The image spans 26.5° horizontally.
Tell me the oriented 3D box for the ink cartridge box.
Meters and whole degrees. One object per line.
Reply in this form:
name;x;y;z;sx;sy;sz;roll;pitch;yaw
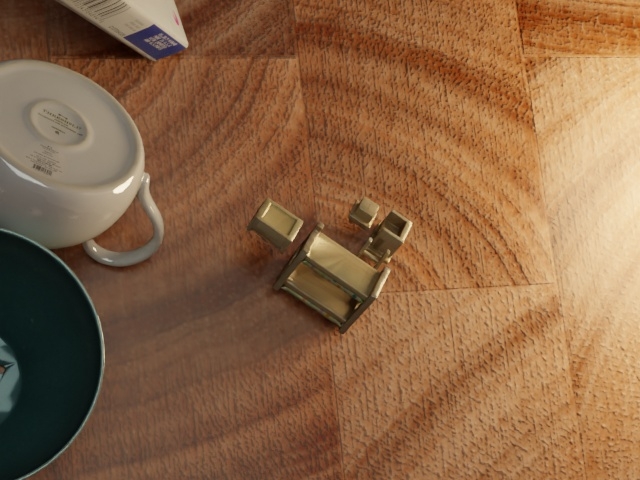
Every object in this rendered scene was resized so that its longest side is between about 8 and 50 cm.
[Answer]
ink cartridge box;-0.281;-0.408;1.646;0.071;0.324;0.330;-19;82;11

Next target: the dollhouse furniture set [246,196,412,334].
dollhouse furniture set;0.000;0.000;1.757;0.182;0.101;0.161;34;45;-5

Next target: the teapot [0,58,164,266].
teapot;-0.339;-0.076;1.618;0.252;0.187;0.256;-17;62;-46

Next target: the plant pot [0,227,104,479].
plant pot;-0.400;0.144;1.530;0.290;0.195;0.290;4;76;-15
